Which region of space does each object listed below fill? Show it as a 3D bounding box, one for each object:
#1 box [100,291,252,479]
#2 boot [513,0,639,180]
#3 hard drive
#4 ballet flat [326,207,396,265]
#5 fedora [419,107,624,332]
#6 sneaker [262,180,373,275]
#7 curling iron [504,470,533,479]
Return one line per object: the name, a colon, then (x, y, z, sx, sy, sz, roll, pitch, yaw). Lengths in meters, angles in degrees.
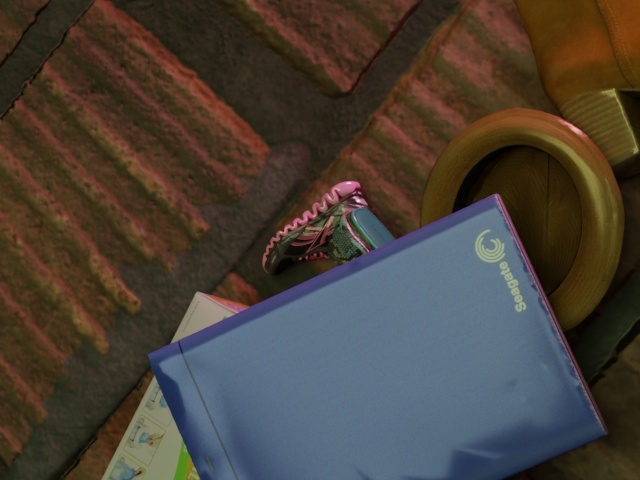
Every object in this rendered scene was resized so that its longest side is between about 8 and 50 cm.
box: (-0.091, 0.161, 1.374, 0.103, 0.114, 0.203, 28, 92, 26)
boot: (0.307, -0.196, 1.257, 0.295, 0.104, 0.211, -26, 71, 23)
hard drive: (0.043, 0.124, 1.256, 0.319, 0.040, 0.210, -25, 85, 10)
ballet flat: (0.075, 0.055, 1.345, 0.070, 0.070, 0.188, -45, 70, 12)
fedora: (0.176, -0.015, 1.291, 0.194, 0.079, 0.194, 5, 100, 29)
sneaker: (0.000, 0.000, 1.403, 0.119, 0.047, 0.057, -40, 78, 15)
curling iron: (0.175, 0.197, 1.284, 0.274, 0.035, 0.068, 45, 107, 24)
